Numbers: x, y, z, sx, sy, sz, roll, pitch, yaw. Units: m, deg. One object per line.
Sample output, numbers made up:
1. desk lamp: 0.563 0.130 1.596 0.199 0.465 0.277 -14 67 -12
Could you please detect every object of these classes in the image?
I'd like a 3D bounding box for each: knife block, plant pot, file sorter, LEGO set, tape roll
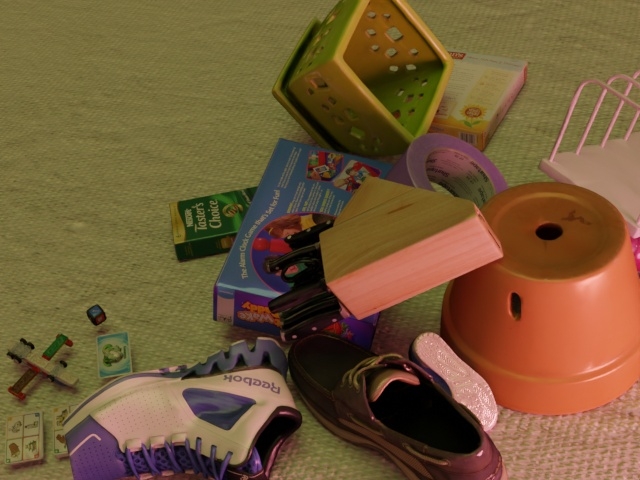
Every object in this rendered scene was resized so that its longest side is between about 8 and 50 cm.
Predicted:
1. knife block: 0.061 0.043 1.306 0.275 0.088 0.242 18 67 45
2. plant pot: 0.303 0.059 1.373 0.290 0.204 0.291 -5 41 5
3. file sorter: 0.511 -0.153 1.529 0.277 0.173 0.193 -16 46 -37
4. LEGO set: -0.353 0.205 1.450 0.182 0.060 0.244 -10 51 -6
5. tape roll: 0.194 -0.068 1.559 0.188 0.080 0.189 17 48 -20
6. plant pot: 0.061 -0.277 1.737 0.207 0.227 0.228 -16 39 46

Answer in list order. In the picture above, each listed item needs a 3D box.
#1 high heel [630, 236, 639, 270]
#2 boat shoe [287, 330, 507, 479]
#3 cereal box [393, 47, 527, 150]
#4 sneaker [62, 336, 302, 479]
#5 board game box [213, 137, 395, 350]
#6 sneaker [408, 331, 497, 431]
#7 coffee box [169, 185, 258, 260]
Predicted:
1. high heel: 0.448 -0.035 1.574 0.117 0.082 0.244 27 19 -18
2. boat shoe: 0.094 0.201 1.301 0.355 0.130 0.132 30 54 35
3. cereal box: 0.258 -0.263 1.856 0.173 0.047 0.240 15 46 25
4. sneaker: -0.157 0.250 1.283 0.315 0.128 0.182 -21 45 -15
5. board game box: 0.000 0.000 1.548 0.233 0.078 0.347 14 45 6
6. sneaker: 0.173 0.190 1.357 0.058 0.084 0.152 -41 84 -11
7. coffee box: -0.153 -0.032 1.670 0.184 0.040 0.113 -10 42 -3
